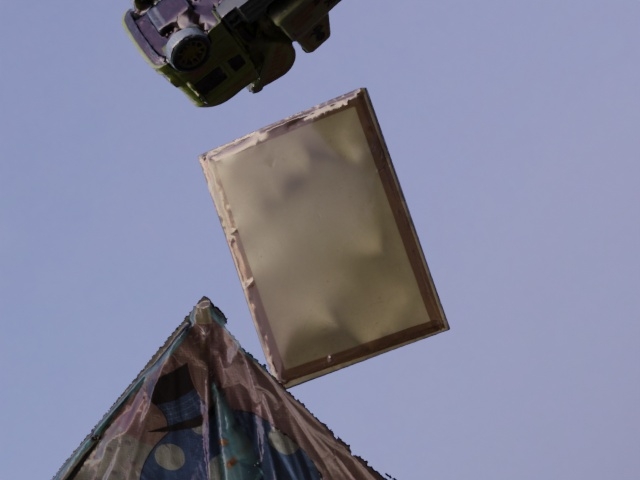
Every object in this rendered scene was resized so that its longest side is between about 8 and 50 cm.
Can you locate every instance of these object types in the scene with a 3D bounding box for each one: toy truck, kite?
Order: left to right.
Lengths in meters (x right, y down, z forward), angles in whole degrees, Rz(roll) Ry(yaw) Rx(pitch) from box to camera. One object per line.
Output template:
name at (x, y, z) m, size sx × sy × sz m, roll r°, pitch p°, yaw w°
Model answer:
kite at (-0.054, 0.211, 0.903) m, size 0.014 × 0.406 × 0.368 m, roll -50°, pitch -42°, yaw -66°
toy truck at (-0.045, -0.181, 1.054) m, size 0.191 × 0.085 × 0.116 m, roll -39°, pitch -38°, yaw 1°

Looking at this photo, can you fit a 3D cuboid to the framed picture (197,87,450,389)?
framed picture at (0.000, 0.000, 1.235) m, size 0.173 × 0.231 × 0.010 m, roll -20°, pitch -8°, yaw 16°
